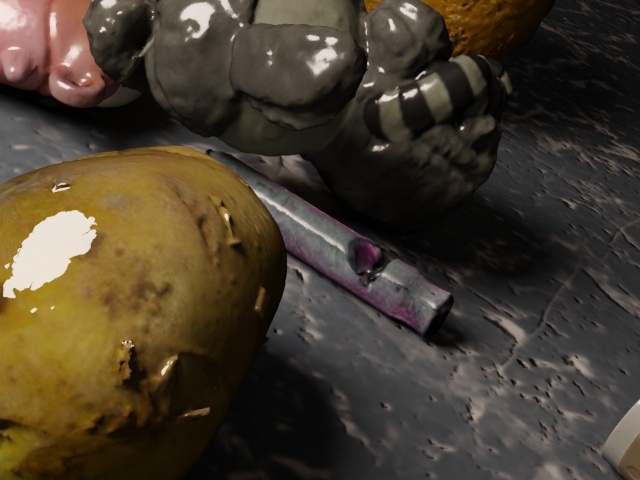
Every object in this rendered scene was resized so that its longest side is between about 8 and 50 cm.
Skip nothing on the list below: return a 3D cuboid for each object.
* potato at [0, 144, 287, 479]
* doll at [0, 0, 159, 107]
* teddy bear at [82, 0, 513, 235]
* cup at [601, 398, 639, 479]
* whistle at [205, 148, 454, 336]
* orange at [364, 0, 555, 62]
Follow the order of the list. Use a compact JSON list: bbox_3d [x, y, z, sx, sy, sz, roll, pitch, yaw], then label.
[{"bbox_3d":[-0.083,0.024,0.373,0.137,0.137,0.176,21,28,-5],"label":"potato"},{"bbox_3d":[-0.192,-0.165,0.630,0.211,0.093,0.262,-7,42,-37],"label":"doll"},{"bbox_3d":[0.010,-0.101,0.543,0.251,0.144,0.171,27,-1,-37],"label":"teddy bear"},{"bbox_3d":[0.206,0.127,0.480,0.074,0.102,0.099,-35,56,-12],"label":"cup"},{"bbox_3d":[0.000,0.000,0.557,0.176,0.033,0.033,32,31,15],"label":"whistle"},{"bbox_3d":[0.085,-0.269,0.821,0.274,0.274,0.274,17,30,-11],"label":"orange"}]
